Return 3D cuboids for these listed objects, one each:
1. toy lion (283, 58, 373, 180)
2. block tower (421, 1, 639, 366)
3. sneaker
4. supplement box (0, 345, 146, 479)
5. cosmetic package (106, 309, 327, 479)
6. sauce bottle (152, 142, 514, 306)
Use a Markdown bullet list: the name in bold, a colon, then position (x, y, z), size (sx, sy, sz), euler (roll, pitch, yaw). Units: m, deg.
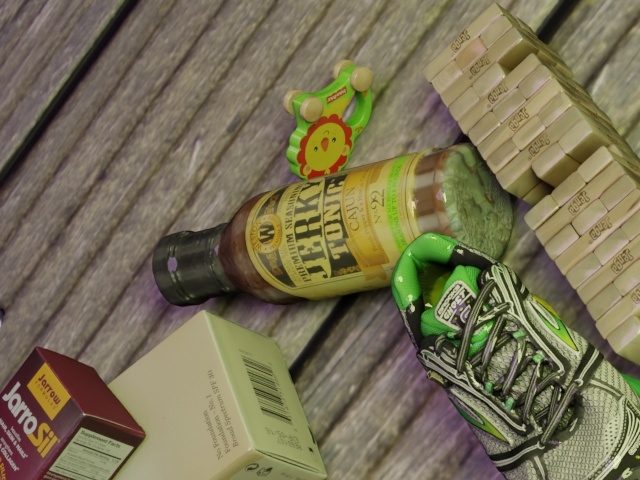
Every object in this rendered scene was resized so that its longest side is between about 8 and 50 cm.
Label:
- **toy lion**: position (0.008, -0.103, 1.723), size (0.100, 0.096, 0.034), euler (-34, 40, -29)
- **block tower**: position (0.209, -0.046, 1.523), size (0.097, 0.091, 0.335), euler (-43, 51, 18)
- **sneaker**: position (0.142, 0.106, 1.414), size (0.134, 0.146, 0.343), euler (-48, 31, 2)
- **supplement box**: position (-0.255, 0.202, 1.658), size (0.188, 0.081, 0.104), euler (-52, 48, 9)
- **cosmetic package**: position (-0.159, 0.220, 1.703), size (0.309, 0.113, 0.160), euler (-38, 52, 20)
- **sauce bottle**: position (0.000, 0.000, 1.664), size (0.344, 0.111, 0.111), euler (-15, 63, 35)
